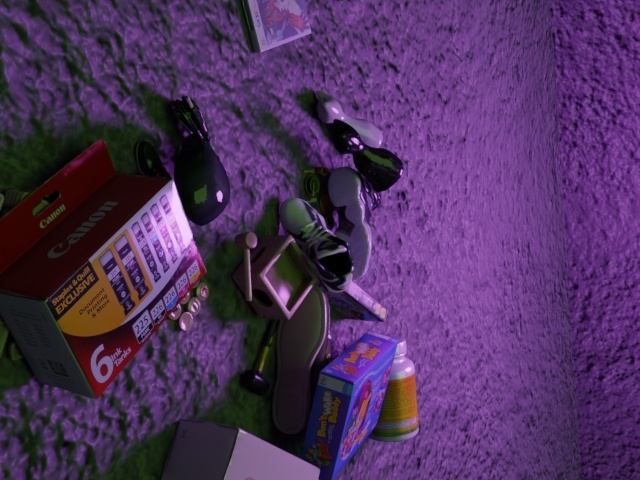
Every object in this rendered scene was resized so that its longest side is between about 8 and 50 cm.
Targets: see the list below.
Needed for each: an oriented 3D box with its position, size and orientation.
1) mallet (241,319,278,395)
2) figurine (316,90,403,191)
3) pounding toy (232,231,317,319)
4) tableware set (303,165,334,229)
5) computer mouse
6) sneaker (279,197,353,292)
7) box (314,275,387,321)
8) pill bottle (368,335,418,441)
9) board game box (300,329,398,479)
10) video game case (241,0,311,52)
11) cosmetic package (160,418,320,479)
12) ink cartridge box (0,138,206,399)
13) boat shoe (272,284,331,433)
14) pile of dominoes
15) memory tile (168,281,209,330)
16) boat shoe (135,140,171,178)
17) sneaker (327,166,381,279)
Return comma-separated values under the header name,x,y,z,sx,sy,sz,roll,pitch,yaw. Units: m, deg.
name,x,y,z,sx,sy,sz,roll,pitch,yaw
mallet,-0.112,0.240,1.715,0.062,0.039,0.189,56,43,-40
figurine,0.076,-0.241,1.865,0.209,0.092,0.214,36,19,-41
pounding toy,-0.127,0.064,1.641,0.181,0.094,0.206,-54,126,-36
tableware set,0.003,-0.097,1.882,0.104,0.024,0.154,-14,101,-55
computer mouse,-0.203,-0.132,1.430,0.272,0.072,0.188,-98,169,-55
sneaker,0.000,0.000,1.708,0.094,0.153,0.234,-24,85,-16
box,0.060,0.136,1.890,0.207,0.114,0.036,40,59,-48
pill bottle,0.174,0.371,2.036,0.136,0.136,0.245,-15,102,-54
board game box,0.070,0.361,1.812,0.347,0.078,0.233,-21,126,-68
video game case,-0.099,-0.515,1.730,0.201,0.023,0.183,-38,121,-49
cosmetic package,-0.147,0.457,1.562,0.296,0.153,0.129,42,57,-46
ink cartridge box,-0.344,0.035,1.249,0.309,0.130,0.271,-54,142,-41
boat shoe,-0.029,0.258,1.766,0.097,0.117,0.324,11,85,-60
pile of dominoes,-0.468,0.054,1.202,0.196,0.040,0.251,35,67,-61
memory tile,-0.266,0.089,1.506,0.148,0.012,0.113,60,45,-37
boat shoe,-0.291,-0.117,1.443,0.049,0.042,0.133,-39,120,-46
sneaker,0.093,-0.046,1.928,0.153,0.101,0.268,-18,103,-64
